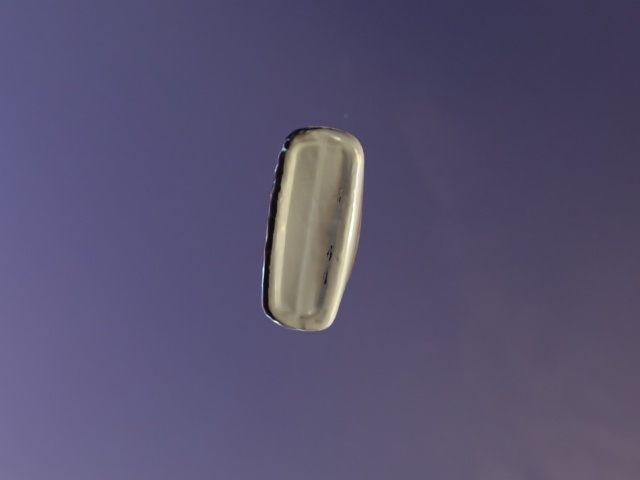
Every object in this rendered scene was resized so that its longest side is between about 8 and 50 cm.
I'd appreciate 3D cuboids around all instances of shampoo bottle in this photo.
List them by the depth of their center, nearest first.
[{"bbox_3d":[0.000,0.000,0.898,0.071,0.153,0.284,7,-5,4],"label":"shampoo bottle"}]
